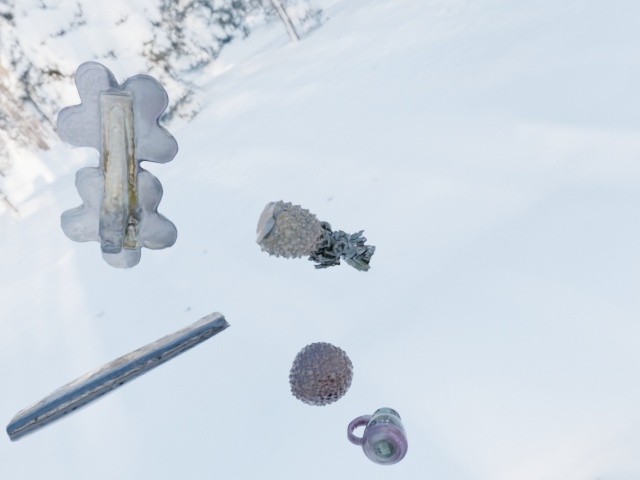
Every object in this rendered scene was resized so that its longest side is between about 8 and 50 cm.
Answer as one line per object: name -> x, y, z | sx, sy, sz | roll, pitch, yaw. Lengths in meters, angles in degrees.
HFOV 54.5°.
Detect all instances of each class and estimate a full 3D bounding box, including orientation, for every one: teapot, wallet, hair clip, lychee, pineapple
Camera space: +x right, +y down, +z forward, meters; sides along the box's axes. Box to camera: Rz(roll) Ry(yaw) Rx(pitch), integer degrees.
teapot -> 0.153, 0.499, 1.595 | 0.148, 0.116, 0.146 | -25, 11, 15
wallet -> -0.285, 0.188, 0.913 | 0.321, 0.044, 0.170 | -29, -3, -14
hair clip -> -0.246, -0.082, 0.752 | 0.146, 0.257, 0.075 | 6, 14, 1
lychee -> -0.005, 0.377, 1.716 | 0.188, 0.188, 0.188 | -29, 22, 13
pineapple -> 0.000, 0.000, 0.779 | 0.074, 0.159, 0.074 | -40, 40, 46
